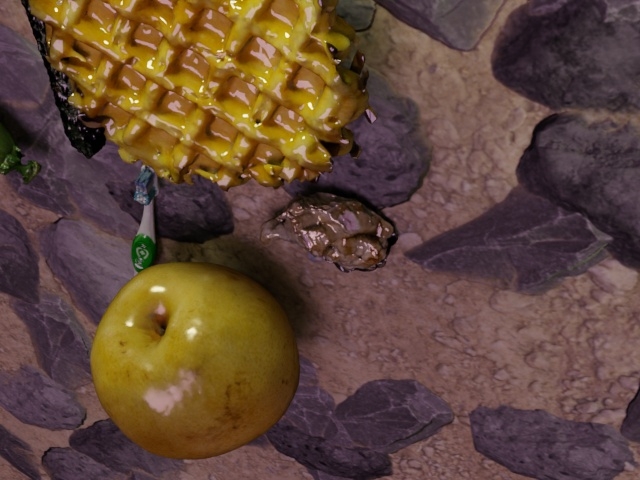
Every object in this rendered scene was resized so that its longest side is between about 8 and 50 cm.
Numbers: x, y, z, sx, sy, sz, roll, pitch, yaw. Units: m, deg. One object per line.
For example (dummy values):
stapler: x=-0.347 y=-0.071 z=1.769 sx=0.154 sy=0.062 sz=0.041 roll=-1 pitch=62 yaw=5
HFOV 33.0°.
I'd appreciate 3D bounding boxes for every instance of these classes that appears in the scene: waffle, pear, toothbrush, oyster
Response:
waffle: x=-0.132 y=-0.216 z=1.205 sx=0.382 sy=0.095 sz=0.379 roll=0 pitch=127 yaw=25
pear: x=-0.181 y=0.178 z=1.600 sx=0.314 sy=0.314 sz=0.314 roll=15 pitch=139 yaw=13
toothbrush: x=-0.274 y=0.020 z=1.682 sx=0.042 sy=0.040 sz=0.418 roll=21 pitch=145 yaw=4
oyster: x=0.000 y=0.000 z=1.478 sx=0.191 sy=0.081 sz=0.163 roll=-5 pitch=136 yaw=37

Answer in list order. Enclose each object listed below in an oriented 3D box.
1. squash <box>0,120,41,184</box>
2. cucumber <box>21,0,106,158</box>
squash: x=-0.574 y=-0.192 z=1.555 sx=0.379 sy=0.101 sz=0.101 roll=32 pitch=140 yaw=-4
cucumber: x=-0.323 y=-0.219 z=1.416 sx=0.072 sy=0.072 sz=0.300 roll=12 pitch=139 yaw=17
